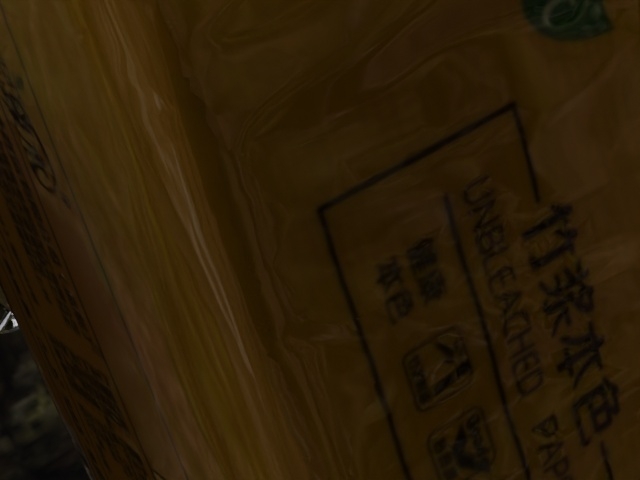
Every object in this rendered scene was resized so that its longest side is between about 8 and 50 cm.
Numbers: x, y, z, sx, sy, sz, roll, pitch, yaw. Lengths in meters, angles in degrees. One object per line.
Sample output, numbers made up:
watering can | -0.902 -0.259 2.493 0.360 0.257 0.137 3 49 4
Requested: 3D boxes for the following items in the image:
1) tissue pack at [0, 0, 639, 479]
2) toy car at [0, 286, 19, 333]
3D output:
tissue pack | 0.000 0.000 0.641 0.293 0.228 0.382 27 -39 57
toy car | -0.300 0.025 1.244 0.204 0.198 0.248 51 2 1
